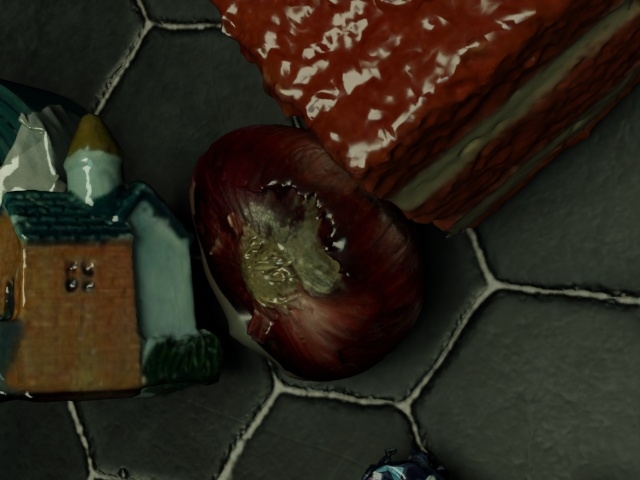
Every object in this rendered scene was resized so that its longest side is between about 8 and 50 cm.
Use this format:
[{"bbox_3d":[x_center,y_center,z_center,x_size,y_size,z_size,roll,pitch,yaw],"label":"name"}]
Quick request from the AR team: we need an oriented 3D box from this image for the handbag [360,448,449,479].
[{"bbox_3d":[0.064,0.329,1.117,0.162,0.113,0.260,31,97,14],"label":"handbag"}]

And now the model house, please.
[{"bbox_3d":[-0.231,0.021,1.197,0.184,0.253,0.291,-3,85,59],"label":"model house"}]

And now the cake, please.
[{"bbox_3d":[0.103,-0.193,1.022,0.270,0.319,0.269,-41,68,13],"label":"cake"}]

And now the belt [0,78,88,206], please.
[{"bbox_3d":[-0.441,-0.031,1.360,0.437,0.173,0.300,-10,84,25],"label":"belt"}]

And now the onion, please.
[{"bbox_3d":[0.000,0.000,1.145,0.272,0.195,0.272,35,143,32],"label":"onion"}]
